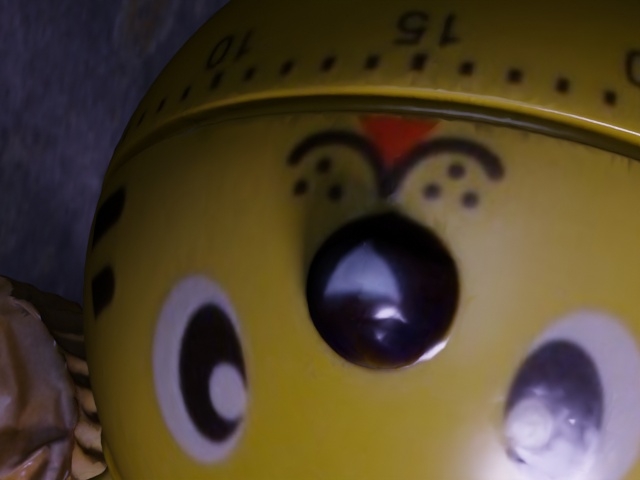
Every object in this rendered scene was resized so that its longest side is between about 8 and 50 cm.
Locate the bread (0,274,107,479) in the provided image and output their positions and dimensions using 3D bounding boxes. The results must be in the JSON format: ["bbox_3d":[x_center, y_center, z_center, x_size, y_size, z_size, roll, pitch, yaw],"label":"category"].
[{"bbox_3d":[-0.197,0.127,0.989,0.240,0.139,0.240,-5,70,13],"label":"bread"}]

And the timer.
[{"bbox_3d":[0.058,0.065,0.779,0.376,0.376,0.387,8,63,14],"label":"timer"}]
